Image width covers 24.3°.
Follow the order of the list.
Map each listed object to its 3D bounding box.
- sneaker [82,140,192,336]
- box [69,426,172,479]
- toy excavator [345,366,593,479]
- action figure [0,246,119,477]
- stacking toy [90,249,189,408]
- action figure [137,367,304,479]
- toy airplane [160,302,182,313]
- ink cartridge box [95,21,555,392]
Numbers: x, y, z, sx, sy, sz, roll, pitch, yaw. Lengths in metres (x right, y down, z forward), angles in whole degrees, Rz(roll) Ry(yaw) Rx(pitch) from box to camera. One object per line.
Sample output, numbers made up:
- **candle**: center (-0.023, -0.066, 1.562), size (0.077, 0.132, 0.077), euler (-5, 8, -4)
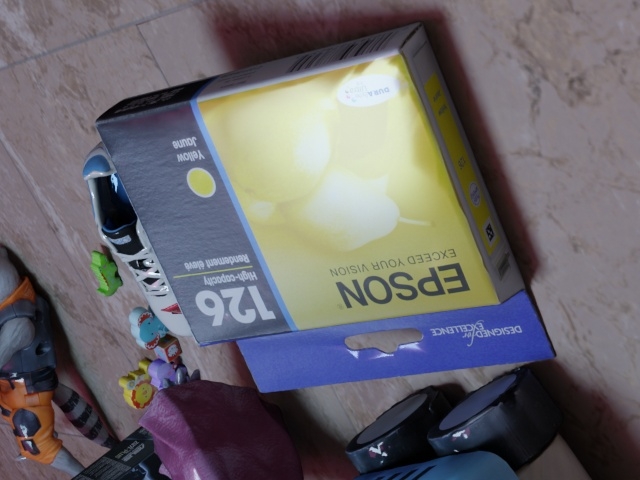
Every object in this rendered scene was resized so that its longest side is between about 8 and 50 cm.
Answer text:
- **sneaker**: center (-0.186, 0.006, 1.548), size (0.085, 0.086, 0.237), euler (-7, 117, 32)
- **box**: center (-0.216, 0.326, 1.840), size (0.077, 0.180, 0.147), euler (9, 128, 52)
- **toy excavator**: center (0.078, 0.308, 1.152), size (0.222, 0.445, 0.433), euler (55, 150, -5)
- **action figure**: center (-0.407, 0.158, 2.013), size (0.341, 0.178, 0.330), euler (-128, 21, -66)
- **stacking toy**: center (-0.191, 0.128, 1.728), size (0.167, 0.052, 0.221), euler (20, 136, 43)
- **action figure**: center (-0.068, 0.306, 1.492), size (0.370, 0.248, 0.276), euler (55, 132, 44)
- **toy airplane**: center (-0.083, 0.061, 1.461), size (0.151, 0.151, 0.028), euler (-17, 72, 58)
- **ink cartridge box**: center (0.000, 0.000, 1.218), size (0.303, 0.072, 0.307), euler (-11, 112, 32)
